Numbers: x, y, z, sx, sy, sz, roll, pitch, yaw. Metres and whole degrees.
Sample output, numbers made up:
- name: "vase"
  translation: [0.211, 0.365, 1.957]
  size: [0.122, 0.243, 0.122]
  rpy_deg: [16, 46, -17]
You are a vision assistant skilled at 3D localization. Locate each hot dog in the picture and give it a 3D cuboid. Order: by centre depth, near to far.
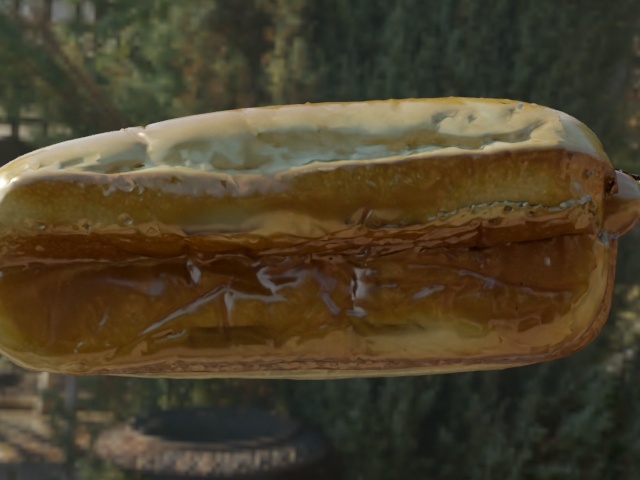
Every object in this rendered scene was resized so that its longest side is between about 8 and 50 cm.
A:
- name: "hot dog"
  translation: [0.000, 0.000, 0.525]
  size: [0.249, 0.102, 0.076]
  rpy_deg: [-4, 15, -4]
